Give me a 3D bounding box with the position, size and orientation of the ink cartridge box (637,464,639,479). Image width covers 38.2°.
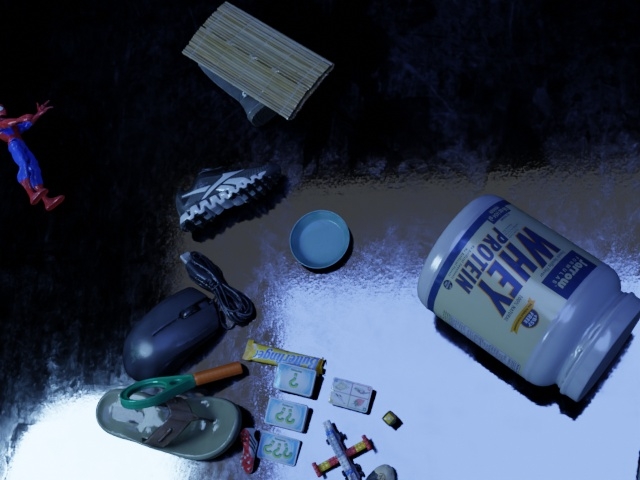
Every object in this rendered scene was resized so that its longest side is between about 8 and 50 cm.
[{"bbox_3d":[0.618,0.411,1.471,0.213,0.093,0.154,9,74,15],"label":"ink cartridge box"}]

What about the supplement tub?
[{"bbox_3d":[0.353,0.096,1.565,0.325,0.235,0.235,36,83,22],"label":"supplement tub"}]

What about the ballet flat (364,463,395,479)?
[{"bbox_3d":[0.076,0.467,1.611,0.057,0.049,0.173,30,81,25],"label":"ballet flat"}]

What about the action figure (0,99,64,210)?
[{"bbox_3d":[-0.620,-0.214,1.994,0.139,0.091,0.280,-41,68,6],"label":"action figure"}]

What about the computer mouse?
[{"bbox_3d":[-0.285,0.159,1.794,0.272,0.072,0.188,-45,68,-3],"label":"computer mouse"}]

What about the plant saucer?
[{"bbox_3d":[0.000,0.000,1.802,0.119,0.021,0.119,-4,71,12],"label":"plant saucer"}]

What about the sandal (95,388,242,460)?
[{"bbox_3d":[-0.293,0.339,1.727,0.303,0.086,0.120,3,71,16],"label":"sandal"}]

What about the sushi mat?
[{"bbox_3d":[-0.132,-0.372,1.889,0.317,0.019,0.151,35,81,26],"label":"sushi mat"}]

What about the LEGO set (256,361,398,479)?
[{"bbox_3d":[0.010,0.334,1.665,0.244,0.060,0.182,12,83,17],"label":"LEGO set"}]

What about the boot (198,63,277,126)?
[{"bbox_3d":[-0.133,-0.360,1.937,0.190,0.076,0.208,-35,61,-1],"label":"boot"}]

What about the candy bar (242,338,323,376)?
[{"bbox_3d":[-0.068,0.222,1.747,0.162,0.018,0.040,11,75,18],"label":"candy bar"}]

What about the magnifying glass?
[{"bbox_3d":[-0.260,0.268,1.729,0.231,0.092,0.026,-16,107,-14],"label":"magnifying glass"}]

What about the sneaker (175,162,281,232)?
[{"bbox_3d":[-0.194,-0.114,1.858,0.234,0.078,0.106,-28,70,6],"label":"sneaker"}]

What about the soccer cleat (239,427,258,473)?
[{"bbox_3d":[-0.129,0.386,1.703,0.029,0.036,0.083,-6,90,41],"label":"soccer cleat"}]
